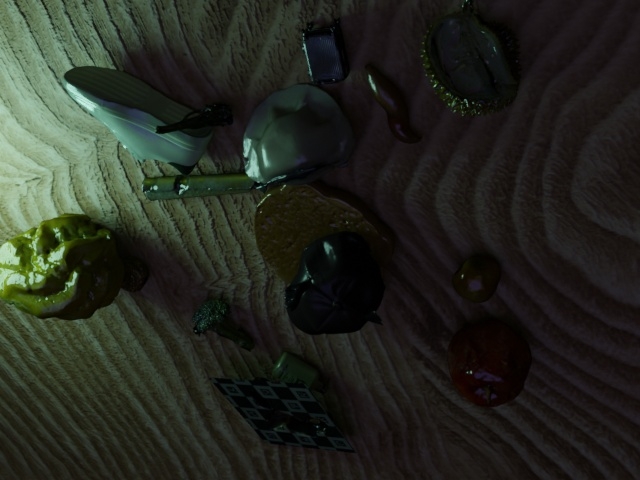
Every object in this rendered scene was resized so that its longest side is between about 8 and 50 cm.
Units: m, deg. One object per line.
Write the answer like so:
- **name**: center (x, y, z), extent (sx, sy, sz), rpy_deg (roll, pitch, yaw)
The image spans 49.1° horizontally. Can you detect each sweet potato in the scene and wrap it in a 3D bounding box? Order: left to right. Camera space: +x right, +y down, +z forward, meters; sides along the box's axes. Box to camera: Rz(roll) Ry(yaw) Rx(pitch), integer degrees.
- **sweet potato**: center (0.153, -0.290, 1.501), extent (0.055, 0.058, 0.202), rpy_deg (-28, 110, 8)

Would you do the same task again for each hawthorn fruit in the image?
- **hawthorn fruit**: center (0.407, 0.321, 1.699), extent (0.207, 0.243, 0.207), rpy_deg (7, 122, 11)

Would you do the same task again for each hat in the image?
- **hat**: center (0.016, 0.162, 1.677), extent (0.238, 0.209, 0.336), rpy_deg (30, 127, -7)

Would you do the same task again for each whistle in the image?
- **whistle**: center (-0.292, -0.137, 1.743), extent (0.326, 0.057, 0.068), rpy_deg (-2, 165, 19)

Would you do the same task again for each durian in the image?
- **durian**: center (0.294, -0.350, 1.376), extent (0.193, 0.138, 0.237), rpy_deg (0, 79, 9)

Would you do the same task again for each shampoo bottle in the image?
- **shampoo bottle**: center (-0.053, 0.386, 1.988), extent (0.162, 0.079, 0.079), rpy_deg (32, 126, -3)

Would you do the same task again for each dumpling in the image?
- **dumpling**: center (-0.067, -0.217, 1.556), extent (0.293, 0.163, 0.204), rpy_deg (-8, 120, 29)

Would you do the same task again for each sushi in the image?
- **sushi**: center (-0.099, 0.491, 2.063), extent (0.343, 0.064, 0.359), rpy_deg (-5, 134, 33)

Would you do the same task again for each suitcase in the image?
- **suitcase**: center (0.013, -0.395, 1.478), extent (0.086, 0.059, 0.126), rpy_deg (-1, 123, 20)

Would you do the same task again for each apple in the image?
- **apple**: center (0.367, 0.090, 1.651), extent (0.102, 0.099, 0.114), rpy_deg (27, 129, 3)

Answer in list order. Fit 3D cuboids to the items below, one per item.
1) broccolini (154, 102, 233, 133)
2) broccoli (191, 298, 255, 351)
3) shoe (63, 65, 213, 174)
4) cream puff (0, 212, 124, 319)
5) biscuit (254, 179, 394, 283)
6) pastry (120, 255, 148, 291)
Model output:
- **broccolini**: center (-0.281, -0.276, 1.568), extent (0.074, 0.201, 0.058), rpy_deg (3, 104, 47)
- **broccoli**: center (-0.265, 0.246, 1.966), extent (0.122, 0.118, 0.204), rpy_deg (-36, 122, 21)
- **shoe**: center (-0.439, -0.276, 1.664), extent (0.363, 0.132, 0.160), rpy_deg (25, 131, -3)
- **cream puff**: center (-0.686, 0.046, 1.862), extent (0.324, 0.291, 0.257), rpy_deg (40, 113, 34)
- **biscuit**: center (0.000, 0.000, 1.735), extent (0.351, 0.057, 0.312), rpy_deg (23, 127, 2)
- **pastry**: center (-0.532, 0.096, 1.970), extent (0.109, 0.057, 0.097), rpy_deg (-6, 118, 20)
